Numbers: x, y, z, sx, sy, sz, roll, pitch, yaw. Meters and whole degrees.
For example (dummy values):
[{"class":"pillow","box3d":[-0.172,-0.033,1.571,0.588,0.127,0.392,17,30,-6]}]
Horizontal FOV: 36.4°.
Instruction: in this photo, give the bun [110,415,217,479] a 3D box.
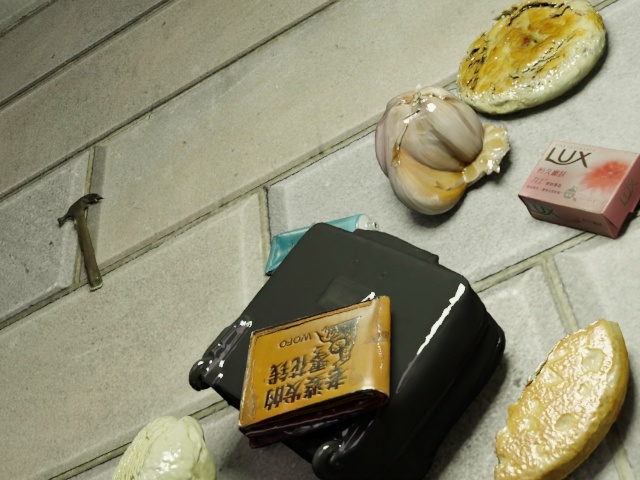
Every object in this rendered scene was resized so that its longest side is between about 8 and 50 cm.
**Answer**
[{"class":"bun","box3d":[-0.218,0.351,1.364,0.220,0.134,0.220,-52,17,23]}]

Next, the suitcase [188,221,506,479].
[{"class":"suitcase","box3d":[0.040,0.148,1.297,0.345,0.188,0.339,22,71,50]}]

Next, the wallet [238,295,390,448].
[{"class":"wallet","box3d":[-0.007,0.152,1.166,0.195,0.042,0.161,-20,40,21]}]

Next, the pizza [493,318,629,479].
[{"class":"pizza","box3d":[0.289,0.202,1.144,0.127,0.058,0.246,11,64,43]}]

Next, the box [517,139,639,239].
[{"class":"box","box3d":[0.363,-0.074,1.340,0.156,0.060,0.111,17,65,46]}]

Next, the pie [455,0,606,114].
[{"class":"pie","box3d":[0.337,-0.306,1.578,0.274,0.055,0.274,-26,36,21]}]

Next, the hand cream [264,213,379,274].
[{"class":"hand cream","box3d":[0.000,0.000,1.588,0.224,0.048,0.083,-16,48,35]}]

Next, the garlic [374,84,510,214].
[{"class":"garlic","box3d":[0.190,-0.156,1.455,0.207,0.256,0.207,1,73,-5]}]

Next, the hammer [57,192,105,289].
[{"class":"hammer","box3d":[-0.478,0.004,1.984,0.125,0.027,0.297,-40,39,10]}]
